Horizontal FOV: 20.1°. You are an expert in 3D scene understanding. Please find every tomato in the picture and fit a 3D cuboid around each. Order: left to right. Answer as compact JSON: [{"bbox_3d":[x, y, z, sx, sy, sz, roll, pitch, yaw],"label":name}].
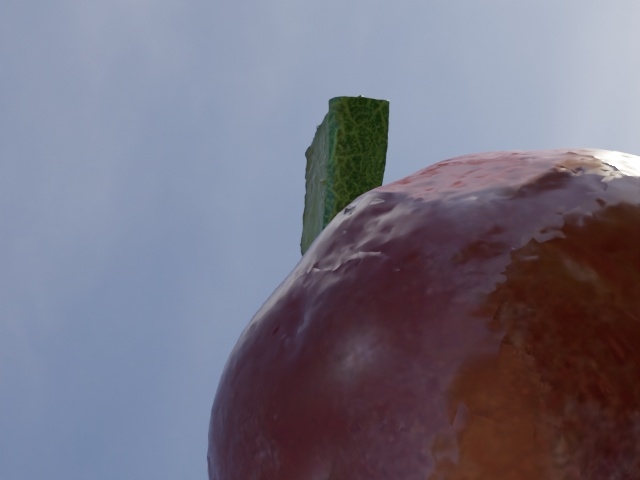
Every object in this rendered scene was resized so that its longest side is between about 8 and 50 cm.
[{"bbox_3d":[0.065,0.065,0.657,0.188,0.232,0.232,45,-124,-2],"label":"tomato"}]

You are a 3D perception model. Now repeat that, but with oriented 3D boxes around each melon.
[{"bbox_3d":[0.001,0.001,1.591,0.053,0.114,0.262,9,-91,-32],"label":"melon"}]
